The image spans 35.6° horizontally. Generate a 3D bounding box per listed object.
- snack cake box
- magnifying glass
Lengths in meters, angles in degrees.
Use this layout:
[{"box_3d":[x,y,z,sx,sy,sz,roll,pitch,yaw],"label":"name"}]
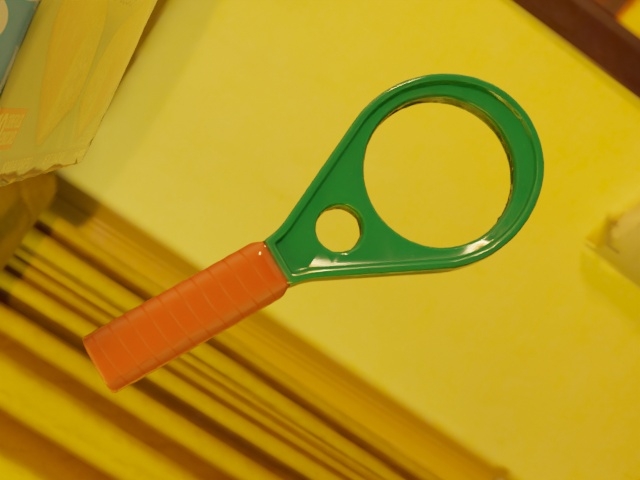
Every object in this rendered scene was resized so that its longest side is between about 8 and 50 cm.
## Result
[{"box_3d":[-0.132,-0.113,0.434,0.152,0.089,0.264,-63,-173,5],"label":"snack cake box"},{"box_3d":[0.000,0.000,0.461,0.231,0.092,0.026,-29,176,-11],"label":"magnifying glass"}]
